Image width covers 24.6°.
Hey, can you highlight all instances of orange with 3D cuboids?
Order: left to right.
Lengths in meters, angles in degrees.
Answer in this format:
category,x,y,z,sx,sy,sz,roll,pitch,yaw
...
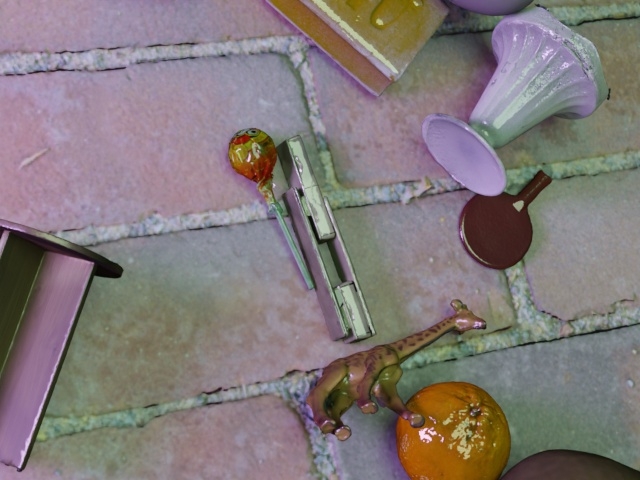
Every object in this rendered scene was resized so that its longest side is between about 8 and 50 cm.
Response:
category,x,y,z,sx,sy,sz,roll,pitch,yaw
orange,0.150,0.223,1.654,0.136,0.117,0.135,1,64,-2

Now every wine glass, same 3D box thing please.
category,x,y,z,sx,sy,sz,roll,pitch,yaw
wine glass,0.231,-0.165,1.774,0.165,0.165,0.196,47,67,-6

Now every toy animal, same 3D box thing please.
category,x,y,z,sx,sy,sz,roll,pitch,yaw
toy animal,0.081,0.144,1.661,0.275,0.149,0.054,-43,125,-53

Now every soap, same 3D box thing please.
category,x,y,z,sx,sy,sz,roll,pitch,yaw
soap,0.029,-0.301,1.766,0.232,0.073,0.140,41,60,-8

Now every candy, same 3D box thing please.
category,x,y,z,sx,sy,sz,roll,pitch,yaw
candy,-0.050,-0.036,1.681,0.060,0.060,0.201,-25,94,-27

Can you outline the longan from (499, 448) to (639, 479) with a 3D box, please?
category,x,y,z,sx,sy,sz,roll,pitch,yaw
longan,0.292,0.357,1.627,0.246,0.215,0.246,4,56,-7

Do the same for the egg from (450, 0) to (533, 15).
category,x,y,z,sx,sy,sz,roll,pitch,yaw
egg,0.185,-0.375,1.759,0.176,0.176,0.232,-24,71,-27

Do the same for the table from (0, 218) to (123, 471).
category,x,y,z,sx,sy,sz,roll,pitch,yaw
table,-0.314,0.108,1.478,0.167,0.167,0.226,21,78,-17

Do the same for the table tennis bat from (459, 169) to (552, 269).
category,x,y,z,sx,sy,sz,roll,pitch,yaw
table tennis bat,0.233,-0.031,1.814,0.098,0.019,0.154,47,66,-5

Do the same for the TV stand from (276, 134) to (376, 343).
category,x,y,z,sx,sy,sz,roll,pitch,yaw
TV stand,0.000,0.000,1.695,0.042,0.036,0.249,-17,84,-24
